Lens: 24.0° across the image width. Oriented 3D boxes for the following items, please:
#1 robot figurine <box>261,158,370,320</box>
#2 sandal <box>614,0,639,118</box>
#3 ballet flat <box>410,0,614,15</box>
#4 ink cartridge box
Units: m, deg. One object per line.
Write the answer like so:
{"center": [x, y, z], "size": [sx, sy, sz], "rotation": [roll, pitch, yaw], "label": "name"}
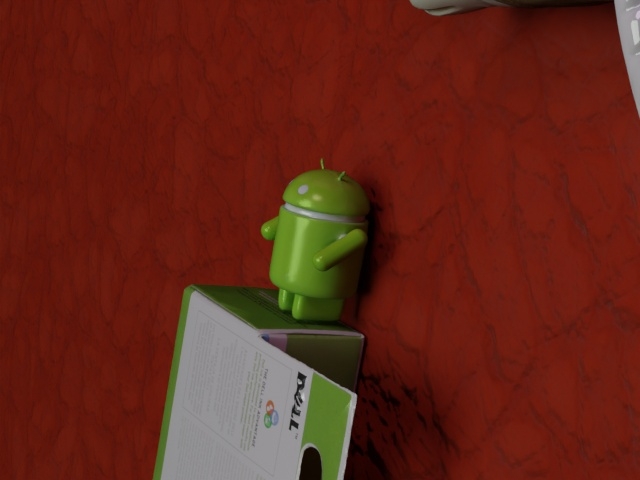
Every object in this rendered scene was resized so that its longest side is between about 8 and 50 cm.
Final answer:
{"center": [0.000, 0.000, 1.106], "size": [0.101, 0.067, 0.115], "rotation": [31, 114, 61], "label": "robot figurine"}
{"center": [0.223, -0.055, 0.697], "size": [0.102, 0.169, 0.416], "rotation": [33, -125, -79], "label": "sandal"}
{"center": [0.070, -0.221, 0.936], "size": [0.342, 0.116, 0.124], "rotation": [51, 134, 29], "label": "ballet flat"}
{"center": [-0.020, 0.157, 1.100], "size": [0.255, 0.097, 0.189], "rotation": [26, 109, 56], "label": "ink cartridge box"}
